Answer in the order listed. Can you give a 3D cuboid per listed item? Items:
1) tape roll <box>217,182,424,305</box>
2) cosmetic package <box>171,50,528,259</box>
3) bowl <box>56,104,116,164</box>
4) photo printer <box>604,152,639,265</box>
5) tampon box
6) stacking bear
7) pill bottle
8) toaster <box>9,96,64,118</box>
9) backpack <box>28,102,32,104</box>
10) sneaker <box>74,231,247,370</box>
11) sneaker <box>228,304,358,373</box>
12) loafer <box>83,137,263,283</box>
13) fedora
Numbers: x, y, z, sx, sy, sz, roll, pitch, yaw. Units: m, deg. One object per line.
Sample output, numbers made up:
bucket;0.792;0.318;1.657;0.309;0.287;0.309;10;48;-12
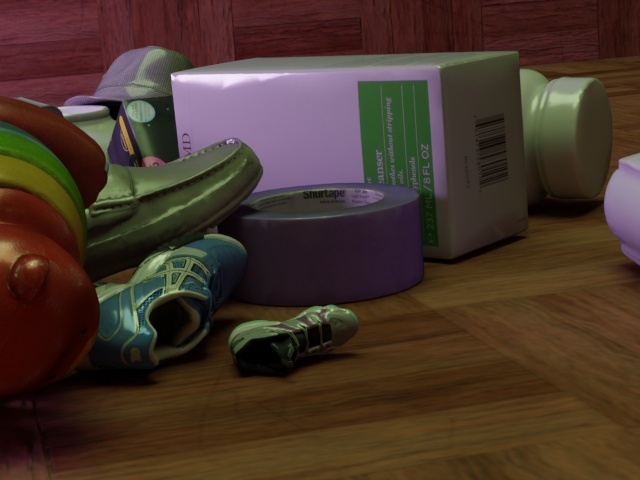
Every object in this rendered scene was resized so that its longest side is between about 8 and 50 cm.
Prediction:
tape roll;0.000;0.000;1.256;0.189;0.080;0.189;-5;11;1
cosmetic package;0.026;-0.097;1.446;0.366;0.196;0.155;3;14;39
bowl;-0.341;-0.103;1.775;0.298;0.134;0.298;-4;10;1
photo printer;0.399;-0.014;1.102;0.256;0.107;0.307;-6;12;-6
tampon box;-0.161;-0.104;1.656;0.161;0.120;0.101;-10;-29;-27
stacking bear;-0.228;0.010;0.936;0.164;0.175;0.289;37;6;-28
pill bottle;0.183;-0.118;1.577;0.283;0.161;0.161;3;13;29
toaster;-0.367;-0.069;1.533;0.186;0.168;0.110;-13;17;-33
backpack;-0.433;-0.029;1.218;0.290;0.273;0.356;5;-7;32
sneaker;-0.112;0.054;1.062;0.081;0.080;0.211;9;26;28
sneaker;-0.018;0.077;0.989;0.098;0.038;0.069;-14;13;-1
loafer;-0.199;-0.022;1.166;0.320;0.111;0.112;-27;17;-21
fedora;-0.238;-0.193;1.934;0.244;0.124;0.275;12;-19;-2
